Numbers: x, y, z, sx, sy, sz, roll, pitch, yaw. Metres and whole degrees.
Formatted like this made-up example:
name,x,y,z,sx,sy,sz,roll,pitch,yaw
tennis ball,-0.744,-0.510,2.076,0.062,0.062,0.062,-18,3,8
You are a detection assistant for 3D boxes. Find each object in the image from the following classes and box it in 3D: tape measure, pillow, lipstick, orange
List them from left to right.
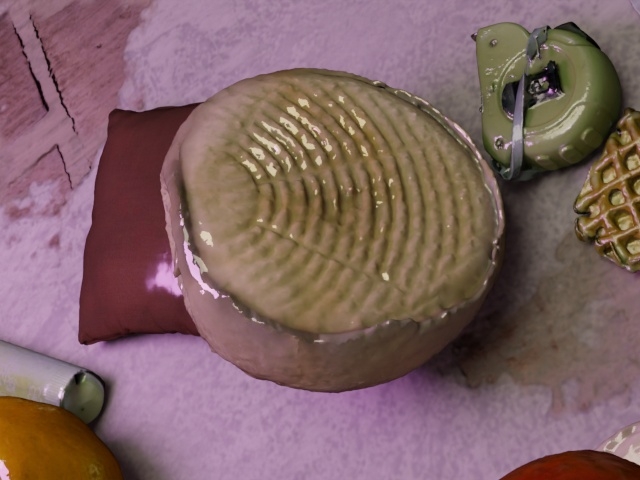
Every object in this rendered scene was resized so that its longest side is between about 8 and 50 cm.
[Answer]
name,x,y,z,sx,sy,sz,roll,pitch,yaw
lipstick,-0.393,0.161,1.803,0.304,0.076,0.076,14,79,36
orange,-0.348,0.311,1.612,0.279,0.235,0.279,-7,73,26
pillow,-0.156,-0.024,1.703,0.308,0.108,0.305,-1,74,34
tape measure,0.233,-0.149,1.510,0.154,0.087,0.177,-12,67,28

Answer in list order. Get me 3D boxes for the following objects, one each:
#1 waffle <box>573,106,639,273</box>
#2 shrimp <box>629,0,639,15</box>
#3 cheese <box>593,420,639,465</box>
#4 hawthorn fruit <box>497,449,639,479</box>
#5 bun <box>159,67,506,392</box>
name,x,y,z,sx,sy,sz,roll,pitch,yaw
waffle,0.341,-0.051,1.431,0.169,0.036,0.183,25,88,35
shrimp,0.415,-0.345,1.484,0.247,0.085,0.360,-18,65,34
cheese,0.316,0.305,1.229,0.332,0.153,0.292,-32,57,17
hawthorn fruit,0.197,0.282,1.085,0.235,0.263,0.231,23,108,11
bun,0.003,0.003,1.505,0.364,0.202,0.364,4,56,-5
